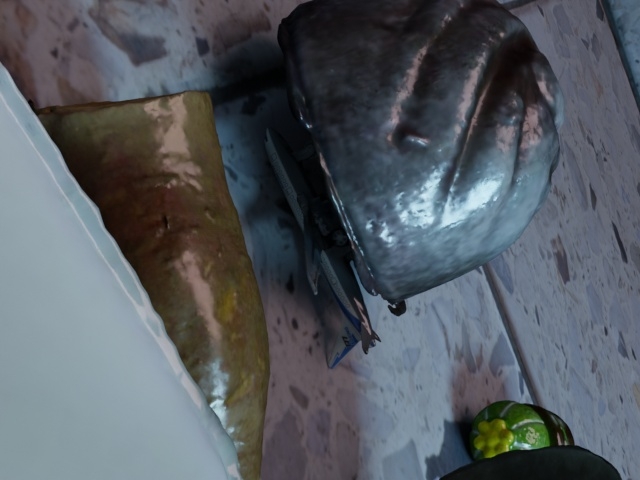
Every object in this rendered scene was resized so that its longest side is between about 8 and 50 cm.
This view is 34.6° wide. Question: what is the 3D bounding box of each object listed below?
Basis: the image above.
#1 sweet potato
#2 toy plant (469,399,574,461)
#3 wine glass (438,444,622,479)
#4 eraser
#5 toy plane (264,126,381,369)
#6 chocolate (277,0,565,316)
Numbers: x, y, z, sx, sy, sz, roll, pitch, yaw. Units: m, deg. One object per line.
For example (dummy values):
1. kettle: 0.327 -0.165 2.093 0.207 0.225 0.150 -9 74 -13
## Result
1. sweet potato: -0.093 0.060 0.660 0.131 0.131 0.336 -1 75 -60
2. toy plant: 0.223 0.227 1.149 0.162 0.093 0.093 25 54 -54
3. wine glass: 0.198 0.394 0.789 0.406 0.267 0.267 61 30 -6
4. eraser: -0.178 0.095 0.466 0.331 0.150 0.331 33 48 -45
5. toy plane: 0.004 0.000 0.924 0.226 0.058 0.226 -9 83 -77
6. chocolate: 0.111 -0.102 0.927 0.303 0.213 0.303 -21 90 -81
